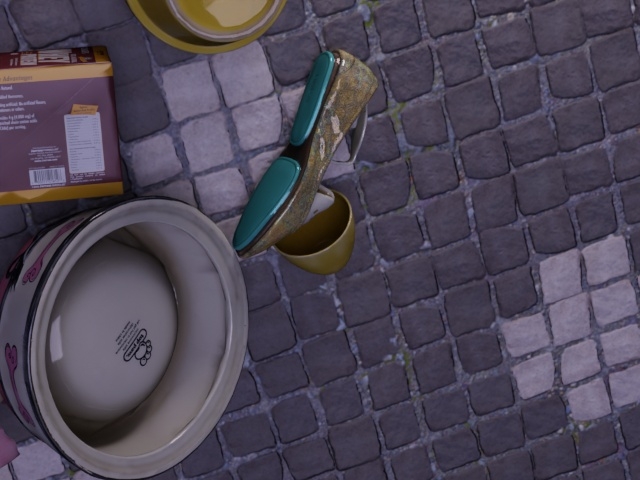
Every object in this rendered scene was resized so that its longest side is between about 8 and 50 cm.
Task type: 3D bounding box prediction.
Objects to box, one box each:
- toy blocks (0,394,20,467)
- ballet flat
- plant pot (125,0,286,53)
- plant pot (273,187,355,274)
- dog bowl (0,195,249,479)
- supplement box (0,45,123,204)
[{"bbox_3d":[-0.572,0.170,1.857,0.260,0.309,0.288,-44,130,-32],"label":"toy blocks"},{"bbox_3d":[-0.012,-0.115,1.908,0.123,0.123,0.348,25,91,-20],"label":"ballet flat"},{"bbox_3d":[-0.149,-0.371,1.735,0.254,0.239,0.253,-4,109,-11],"label":"plant pot"},{"bbox_3d":[0.000,0.000,1.964,0.134,0.134,0.095,-31,136,-2],"label":"plant pot"},{"bbox_3d":[-0.297,0.132,1.829,0.408,0.150,0.407,-8,101,-48],"label":"dog bowl"},{"bbox_3d":[-0.388,-0.167,1.805,0.191,0.129,0.194,-6,109,-11],"label":"supplement box"}]
